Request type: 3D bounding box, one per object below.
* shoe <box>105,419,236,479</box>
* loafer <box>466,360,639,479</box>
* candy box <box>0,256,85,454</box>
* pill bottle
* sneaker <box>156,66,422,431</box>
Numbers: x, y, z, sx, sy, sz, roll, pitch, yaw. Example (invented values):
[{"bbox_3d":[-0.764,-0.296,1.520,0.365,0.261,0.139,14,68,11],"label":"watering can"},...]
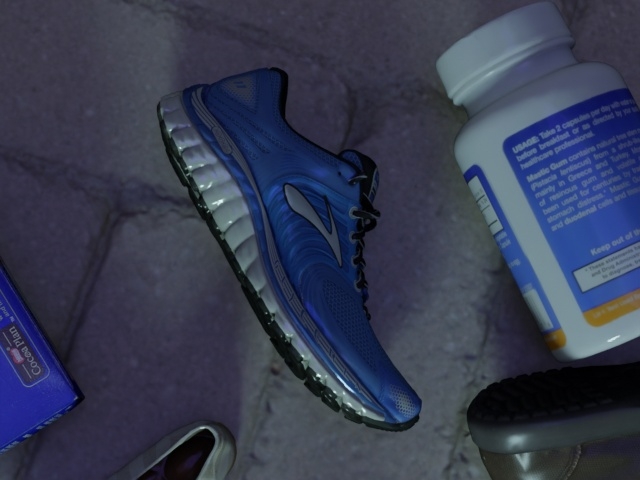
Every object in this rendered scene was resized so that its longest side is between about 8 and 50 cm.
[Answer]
[{"bbox_3d":[-0.156,0.219,0.917,0.219,0.058,0.076,-43,86,-11],"label":"shoe"},{"bbox_3d":[0.305,0.162,0.956,0.366,0.134,0.130,-7,104,3],"label":"loafer"},{"bbox_3d":[-0.384,0.094,0.886,0.317,0.122,0.268,-31,86,-12],"label":"candy box"},{"bbox_3d":[0.203,-0.050,0.957,0.152,0.152,0.272,-23,83,-10],"label":"pill bottle"},{"bbox_3d":[0.000,0.000,0.940,0.147,0.130,0.330,-28,83,-8],"label":"sneaker"}]
